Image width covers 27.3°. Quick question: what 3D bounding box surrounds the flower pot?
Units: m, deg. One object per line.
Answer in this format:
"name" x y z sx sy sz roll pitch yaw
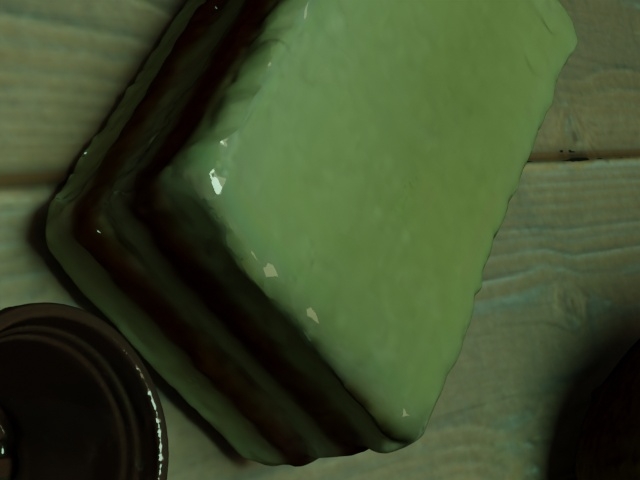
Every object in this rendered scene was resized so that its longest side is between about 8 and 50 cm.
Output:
"flower pot" -0.128 0.085 0.512 0.111 0.089 0.111 20 62 -44

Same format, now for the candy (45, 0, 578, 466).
"candy" 0.007 -0.061 0.680 0.179 0.135 0.320 46 49 -26

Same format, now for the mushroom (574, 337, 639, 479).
"mushroom" 0.319 0.167 0.835 0.331 0.334 0.356 38 42 -34
